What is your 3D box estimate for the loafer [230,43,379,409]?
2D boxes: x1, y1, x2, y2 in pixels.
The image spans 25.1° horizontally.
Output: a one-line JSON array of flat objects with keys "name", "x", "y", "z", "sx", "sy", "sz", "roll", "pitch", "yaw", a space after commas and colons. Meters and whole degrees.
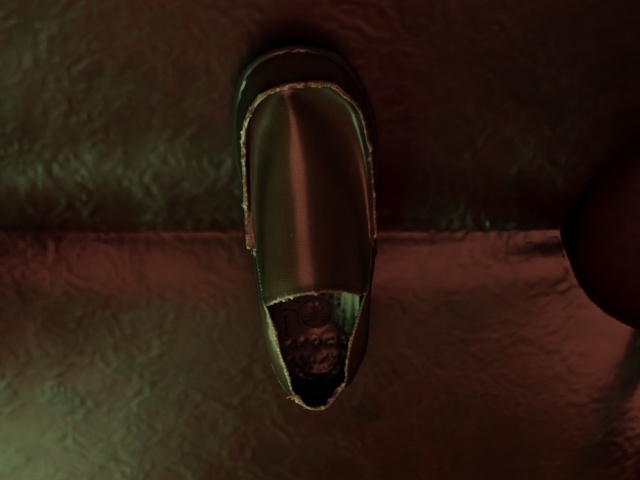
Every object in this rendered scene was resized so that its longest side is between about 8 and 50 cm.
[{"name": "loafer", "x": 0.000, "y": 0.000, "z": 0.779, "sx": 0.080, "sy": 0.078, "sz": 0.220, "roll": -9, "pitch": 122, "yaw": -2}]
